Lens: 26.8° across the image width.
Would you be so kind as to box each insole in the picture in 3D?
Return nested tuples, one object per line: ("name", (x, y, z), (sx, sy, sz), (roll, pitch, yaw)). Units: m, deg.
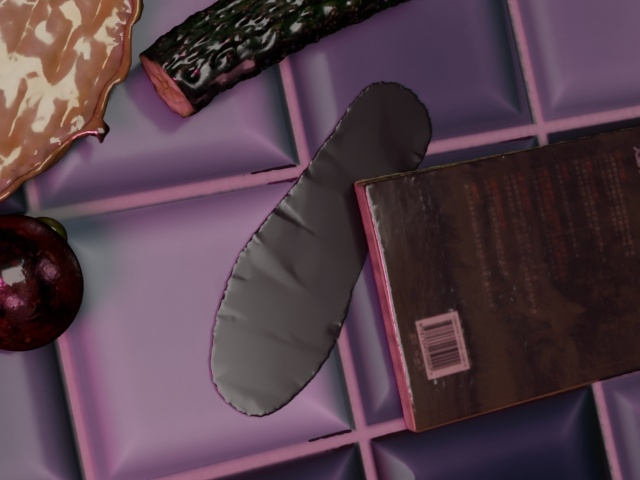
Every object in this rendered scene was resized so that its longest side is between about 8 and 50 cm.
("insole", (0.000, 0.000, 0.827), (0.080, 0.003, 0.232), (32, 74, -13))

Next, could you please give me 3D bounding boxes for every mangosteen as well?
("mangosteen", (-0.166, 0.020, 0.728), (0.081, 0.081, 0.081), (2, 83, -19))

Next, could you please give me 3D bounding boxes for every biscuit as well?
("biscuit", (-0.237, -0.100, 0.740), (0.274, 0.036, 0.187), (5, 82, -19))

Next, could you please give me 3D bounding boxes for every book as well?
("book", (0.143, 0.019, 0.862), (0.228, 0.024, 0.160), (-12, 90, -21))

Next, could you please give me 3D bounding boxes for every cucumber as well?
("cucumber", (-0.021, -0.136, 0.808), (0.187, 0.058, 0.058), (-30, 94, -21))
